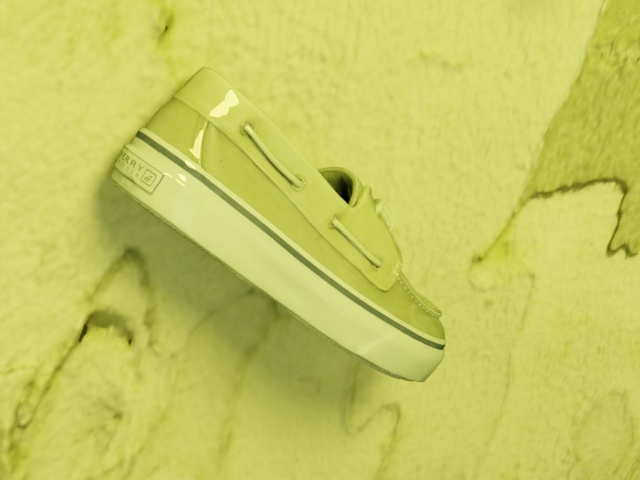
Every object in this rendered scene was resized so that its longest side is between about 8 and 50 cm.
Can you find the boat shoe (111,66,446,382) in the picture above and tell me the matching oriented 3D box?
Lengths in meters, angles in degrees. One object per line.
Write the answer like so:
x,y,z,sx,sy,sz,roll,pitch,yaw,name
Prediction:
0.000,0.000,0.980,0.094,0.109,0.302,-53,134,2,boat shoe
